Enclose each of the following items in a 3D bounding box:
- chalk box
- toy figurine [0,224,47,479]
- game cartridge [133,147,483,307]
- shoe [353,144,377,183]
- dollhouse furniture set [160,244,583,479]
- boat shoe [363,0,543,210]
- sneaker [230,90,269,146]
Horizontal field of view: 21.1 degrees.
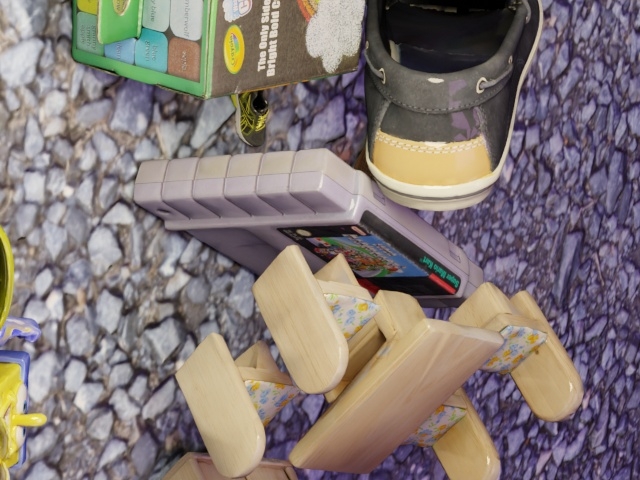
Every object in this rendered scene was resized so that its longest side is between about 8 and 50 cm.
[{"bbox_3d":[-0.112,-0.240,1.575,0.289,0.179,0.180,-15,117,-49],"label":"chalk box"},{"bbox_3d":[-0.332,0.132,1.516,0.217,0.191,0.363,-49,141,-78],"label":"toy figurine"},{"bbox_3d":[0.000,0.000,1.777,0.355,0.230,0.068,34,64,-53],"label":"game cartridge"},{"bbox_3d":[0.095,-0.113,1.987,0.058,0.076,0.219,20,86,-49],"label":"shoe"},{"bbox_3d":[0.037,0.242,1.739,0.362,0.256,0.394,12,130,-45],"label":"dollhouse furniture set"},{"bbox_3d":[0.132,-0.232,1.756,0.500,0.186,0.156,-78,168,-51],"label":"boat shoe"},{"bbox_3d":[-0.070,-0.130,1.795,0.031,0.035,0.083,-45,136,-32],"label":"sneaker"}]
